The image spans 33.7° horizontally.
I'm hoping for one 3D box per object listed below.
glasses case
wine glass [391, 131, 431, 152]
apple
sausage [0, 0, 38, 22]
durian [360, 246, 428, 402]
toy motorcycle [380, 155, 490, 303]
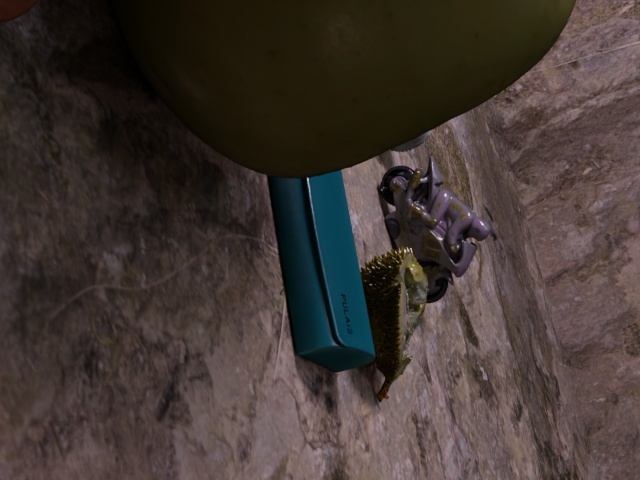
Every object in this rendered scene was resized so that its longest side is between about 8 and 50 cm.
[{"bbox_3d":[0.000,-0.001,1.270,0.117,0.070,0.300,33,44,-60],"label":"glasses case"},{"bbox_3d":[0.102,-0.251,1.718,0.222,0.103,0.103,60,22,-30],"label":"wine glass"},{"bbox_3d":[0.007,-0.290,0.996,0.473,0.474,0.473,53,27,-42],"label":"apple"},{"bbox_3d":[-0.237,-0.290,0.806,0.121,0.121,0.304,53,29,-43],"label":"sausage"},{"bbox_3d":[0.083,0.106,1.375,0.146,0.102,0.208,-19,114,-68],"label":"durian"},{"bbox_3d":[0.185,-0.022,1.655,0.073,0.152,0.225,4,70,-71],"label":"toy motorcycle"}]
